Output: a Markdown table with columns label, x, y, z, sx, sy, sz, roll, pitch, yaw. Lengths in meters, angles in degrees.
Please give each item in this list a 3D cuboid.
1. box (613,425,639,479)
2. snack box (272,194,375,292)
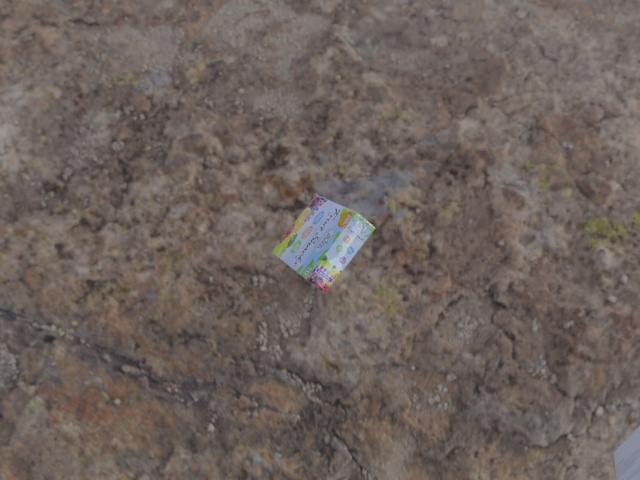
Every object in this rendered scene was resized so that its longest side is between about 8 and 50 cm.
| label | x | y | z | sx | sy | sz | roll | pitch | yaw |
| --- | --- | --- | --- | --- | --- | --- | --- | --- | --- |
| box | 0.541 | 0.364 | 1.141 | 0.102 | 0.101 | 0.087 | 14 | 45 | 0 |
| snack box | 0.000 | 0.000 | 0.903 | 0.100 | 0.037 | 0.141 | -54 | 24 | -2 |
